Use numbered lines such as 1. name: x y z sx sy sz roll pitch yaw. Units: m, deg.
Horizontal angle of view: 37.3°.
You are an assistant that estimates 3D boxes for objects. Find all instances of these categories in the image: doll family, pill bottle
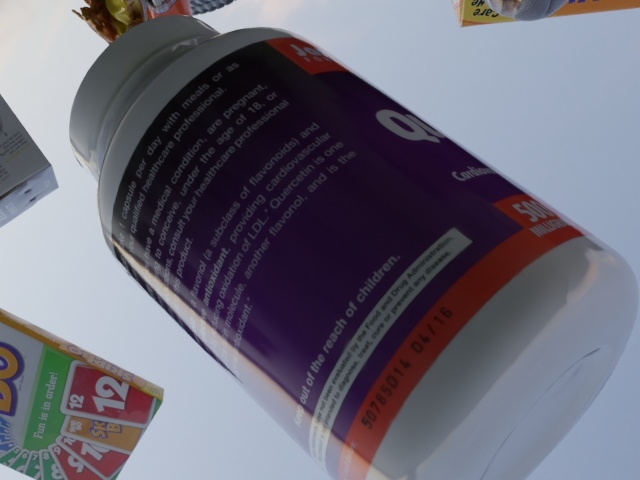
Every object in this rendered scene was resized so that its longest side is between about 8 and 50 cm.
1. doll family: -0.148 -0.256 0.846 0.118 0.163 0.263 10 -124 5
2. pill bottle: 0.000 0.000 0.536 0.323 0.181 0.181 40 -95 27

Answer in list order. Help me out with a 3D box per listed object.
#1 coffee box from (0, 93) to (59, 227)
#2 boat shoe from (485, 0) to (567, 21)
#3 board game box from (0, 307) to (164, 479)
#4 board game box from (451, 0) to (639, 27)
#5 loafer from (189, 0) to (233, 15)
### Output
1. coffee box: -0.470 -0.167 1.205 0.119 0.297 0.168 -36 -179 -15
2. boat shoe: 0.113 -0.293 0.540 0.116 0.324 0.123 16 -152 35
3. board game box: -0.284 0.131 0.846 0.124 0.259 0.039 -59 -168 9
4. board game box: 0.273 -0.458 0.848 0.357 0.356 0.356 -7 -129 -3
5. loafer: -0.102 -0.397 1.248 0.268 0.092 0.102 -35 175 3
